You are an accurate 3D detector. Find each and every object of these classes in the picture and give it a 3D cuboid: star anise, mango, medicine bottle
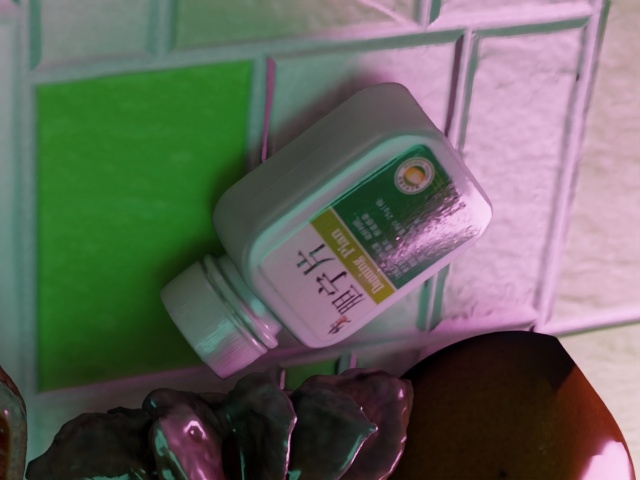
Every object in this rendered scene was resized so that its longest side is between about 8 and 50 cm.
[{"bbox_3d":[-0.051,0.122,1.080,0.236,0.093,0.229,-12,167,-13],"label":"star anise"},{"bbox_3d":[0.082,0.194,1.178,0.287,0.201,0.152,-62,175,-12],"label":"mango"},{"bbox_3d":[0.000,0.000,1.072,0.183,0.069,0.119,-35,138,4],"label":"medicine bottle"}]

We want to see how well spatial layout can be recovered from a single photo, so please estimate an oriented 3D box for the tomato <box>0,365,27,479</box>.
[{"bbox_3d":[-0.271,0.134,1.005,0.237,0.095,0.237,-27,136,-28],"label":"tomato"}]
